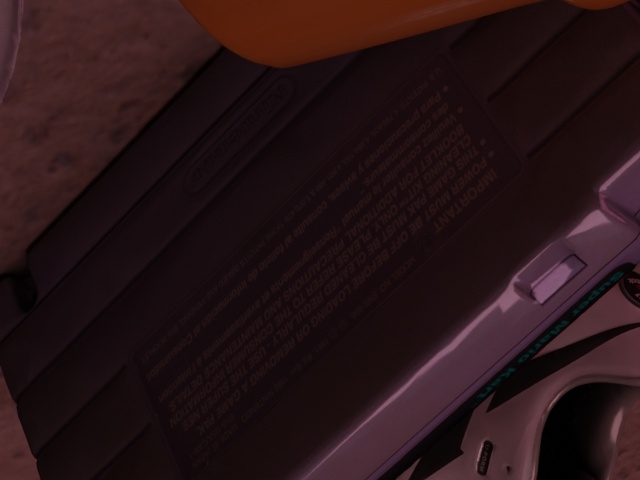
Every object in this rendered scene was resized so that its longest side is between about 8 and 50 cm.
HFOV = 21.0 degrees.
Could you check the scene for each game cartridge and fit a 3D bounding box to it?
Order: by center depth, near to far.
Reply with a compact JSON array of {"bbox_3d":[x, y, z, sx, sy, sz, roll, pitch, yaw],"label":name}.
[{"bbox_3d":[0.000,0.000,0.789,0.355,0.230,0.068,-44,142,17],"label":"game cartridge"}]

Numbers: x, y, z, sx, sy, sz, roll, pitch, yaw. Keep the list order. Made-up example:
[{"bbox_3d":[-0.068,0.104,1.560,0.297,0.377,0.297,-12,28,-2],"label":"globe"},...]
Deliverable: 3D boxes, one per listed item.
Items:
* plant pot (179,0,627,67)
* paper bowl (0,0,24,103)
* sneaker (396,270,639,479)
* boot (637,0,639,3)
[{"bbox_3d":[0.032,-0.162,0.668,0.188,0.205,0.205,-25,146,29],"label":"plant pot"},{"bbox_3d":[-0.237,-0.089,0.556,0.284,0.148,0.284,-6,138,-5],"label":"paper bowl"},{"bbox_3d":[0.097,0.147,1.082,0.122,0.146,0.330,7,130,-39],"label":"sneaker"},{"bbox_3d":[0.145,-0.123,0.834,0.094,0.246,0.207,32,77,-34],"label":"boot"}]
